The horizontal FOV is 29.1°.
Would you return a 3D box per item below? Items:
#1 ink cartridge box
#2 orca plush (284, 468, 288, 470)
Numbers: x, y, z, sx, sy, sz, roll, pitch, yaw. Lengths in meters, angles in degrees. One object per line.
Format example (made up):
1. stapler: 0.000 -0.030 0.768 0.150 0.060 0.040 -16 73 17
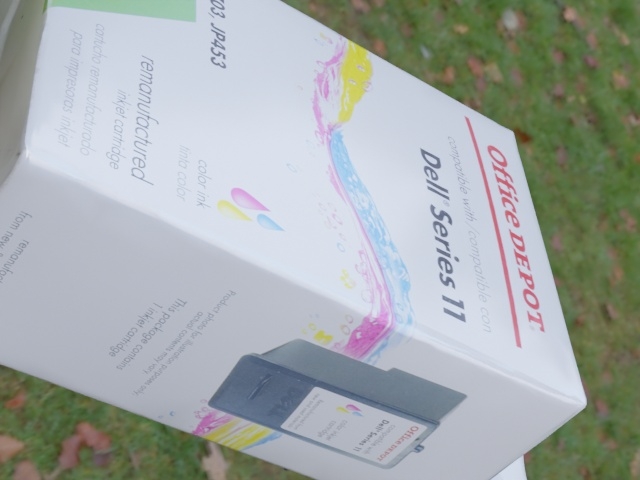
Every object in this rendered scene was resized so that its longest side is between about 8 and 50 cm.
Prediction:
1. ink cartridge box: 0.000 0.000 0.610 0.353 0.119 0.207 25 37 -27
2. orca plush: -0.063 0.068 1.168 0.287 0.151 0.102 49 10 -17
